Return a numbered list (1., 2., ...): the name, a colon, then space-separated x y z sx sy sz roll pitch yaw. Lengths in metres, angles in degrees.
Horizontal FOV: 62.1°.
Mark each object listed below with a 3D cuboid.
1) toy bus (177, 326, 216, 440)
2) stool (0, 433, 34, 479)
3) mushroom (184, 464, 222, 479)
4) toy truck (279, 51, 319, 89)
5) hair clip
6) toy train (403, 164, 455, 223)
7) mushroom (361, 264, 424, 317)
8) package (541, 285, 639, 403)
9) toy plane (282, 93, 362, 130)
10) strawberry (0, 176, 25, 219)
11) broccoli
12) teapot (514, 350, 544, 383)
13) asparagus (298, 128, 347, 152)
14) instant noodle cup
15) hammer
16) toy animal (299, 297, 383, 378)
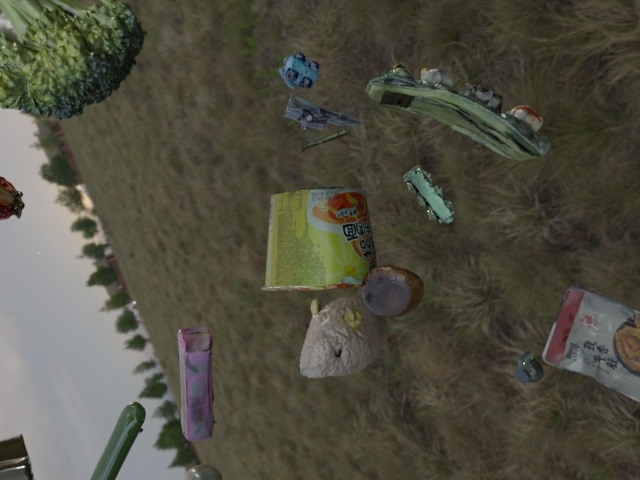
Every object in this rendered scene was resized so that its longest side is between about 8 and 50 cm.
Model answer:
1. toy bus: -0.311 0.363 1.344 0.112 0.090 0.274 -138 47 -65
2. stool: -0.421 0.207 0.553 0.272 0.178 0.272 31 130 46
3. mushroom: -0.268 0.555 1.206 0.085 0.085 0.079 10 88 66
4. toy truck: -0.049 -0.344 1.096 0.073 0.056 0.090 26 172 -26
5. hair clip: 0.241 -0.232 0.907 0.138 0.321 0.091 -95 29 -86
6. toy train: 0.324 -0.135 1.570 0.194 0.080 0.125 51 -164 -6
7. mushroom: 0.133 0.097 0.982 0.052 0.123 0.123 -81 -9 -47
8. package: 0.523 0.189 0.917 0.239 0.030 0.154 22 90 36
9. toy plane: 0.009 -0.412 1.811 0.212 0.267 0.088 148 137 -77
10. strawberry: -0.738 -0.102 1.147 0.187 0.082 0.146 38 180 -36
11. broccoli: -0.445 -0.330 0.876 0.243 0.263 0.247 51 169 -29
12. teapot: 0.546 0.339 1.403 0.066 0.057 0.088 12 119 56
13. asparagus: 0.005 -0.241 1.286 0.018 0.127 0.015 164 83 -84
14. instant noodle cup: 0.000 0.000 1.128 0.264 0.264 0.200 169 98 -69
15. hammer: -0.455 0.495 1.109 0.206 0.336 0.119 24 172 6
16. toy animal: 0.083 0.288 1.619 0.188 0.358 0.227 8 97 36
